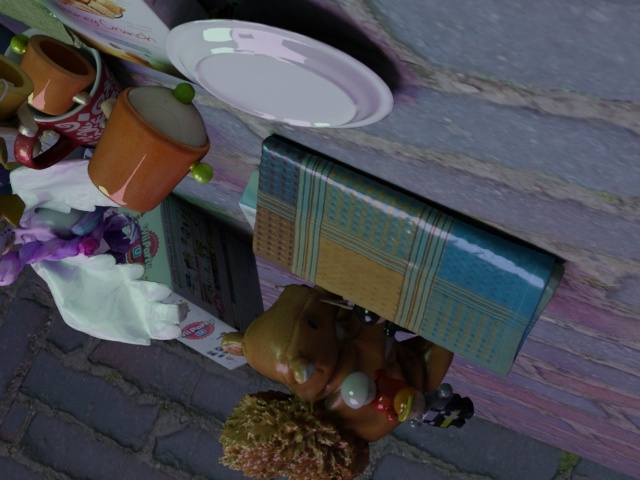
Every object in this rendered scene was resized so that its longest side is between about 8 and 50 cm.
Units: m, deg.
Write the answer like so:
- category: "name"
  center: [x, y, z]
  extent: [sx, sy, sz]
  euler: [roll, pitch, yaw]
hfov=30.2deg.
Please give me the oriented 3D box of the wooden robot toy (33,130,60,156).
- category: "wooden robot toy"
  center: [-0.440, -0.160, 1.869]
  extent: [0.076, 0.079, 0.173]
  euler: [27, 171, -10]

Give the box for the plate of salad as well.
- category: "plate of salad"
  center: [-0.033, -0.146, 1.000]
  extent: [0.200, 0.048, 0.200]
  euler: [15, 166, 4]

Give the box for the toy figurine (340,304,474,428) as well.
- category: "toy figurine"
  center: [0.141, 0.184, 1.849]
  extent: [0.148, 0.213, 0.209]
  euler: [15, 177, -29]

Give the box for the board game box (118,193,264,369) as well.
- category: "board game box"
  center: [-0.221, 0.071, 2.113]
  extent: [0.097, 0.224, 0.303]
  euler: [-26, 144, 19]

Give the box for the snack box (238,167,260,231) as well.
- category: "snack box"
  center: [0.000, 0.000, 1.673]
  extent: [0.187, 0.060, 0.322]
  euler: [23, 170, 9]

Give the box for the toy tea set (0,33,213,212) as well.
- category: "toy tea set"
  center: [-0.236, -0.161, 1.100]
  extent: [0.336, 0.124, 0.200]
  euler: [29, -158, -24]

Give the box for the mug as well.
- category: "mug"
  center: [-0.297, -0.159, 1.362]
  extent: [0.113, 0.150, 0.169]
  euler: [52, 180, 11]

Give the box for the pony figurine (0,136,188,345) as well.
- category: "pony figurine"
  center: [-0.354, -0.025, 1.583]
  extent: [0.351, 0.363, 0.303]
  euler: [-3, 126, 12]

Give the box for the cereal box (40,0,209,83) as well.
- category: "cereal box"
  center: [-0.187, -0.218, 1.026]
  extent: [0.173, 0.047, 0.240]
  euler: [22, 170, 25]

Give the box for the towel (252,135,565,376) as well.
- category: "towel"
  center: [0.091, 0.021, 1.430]
  extent: [0.370, 0.040, 0.271]
  euler: [26, 151, 8]

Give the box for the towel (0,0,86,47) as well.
- category: "towel"
  center: [-0.299, -0.248, 1.214]
  extent: [0.110, 0.027, 0.148]
  euler: [24, 171, 10]

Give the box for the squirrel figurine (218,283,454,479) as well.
- category: "squirrel figurine"
  center: [-0.011, 0.253, 2.057]
  extent: [0.281, 0.397, 0.370]
  euler: [25, 180, 32]

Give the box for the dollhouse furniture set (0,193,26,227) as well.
- category: "dollhouse furniture set"
  center: [-0.442, -0.179, 1.322]
  extent: [0.286, 0.198, 0.303]
  euler: [51, 177, 34]

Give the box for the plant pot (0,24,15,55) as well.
- category: "plant pot"
  center: [-0.522, -0.199, 1.525]
  extent: [0.290, 0.195, 0.290]
  euler: [25, 171, 4]
